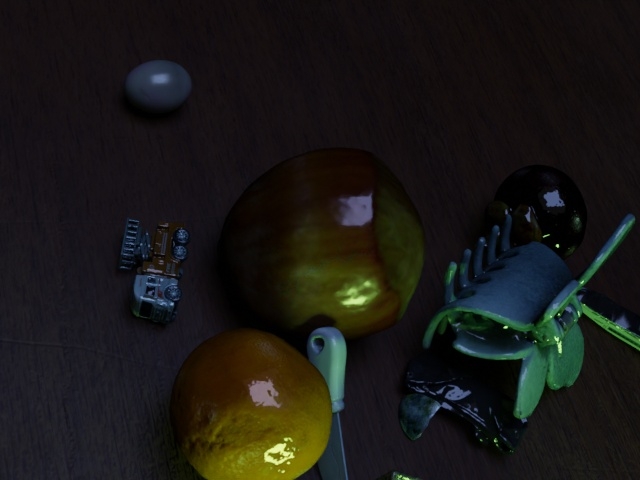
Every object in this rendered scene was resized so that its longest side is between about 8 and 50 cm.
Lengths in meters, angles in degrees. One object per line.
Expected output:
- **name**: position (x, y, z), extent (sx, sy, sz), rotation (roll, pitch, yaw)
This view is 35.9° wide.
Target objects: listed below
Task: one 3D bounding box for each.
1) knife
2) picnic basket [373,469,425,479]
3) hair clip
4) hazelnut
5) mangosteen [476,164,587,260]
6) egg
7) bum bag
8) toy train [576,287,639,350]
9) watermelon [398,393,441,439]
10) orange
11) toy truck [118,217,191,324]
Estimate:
- **knife**: position (0.014, 0.309, 1.644), extent (0.044, 0.080, 0.331), rotation (-4, 91, -49)
- **picnic basket**: position (0.123, 0.488, 1.566), extent (0.134, 0.154, 0.196), rotation (20, 57, -14)
- **hair clip**: position (0.368, 0.120, 1.830), extent (0.238, 0.392, 0.318), rotation (27, 38, 25)
- **hazelnut**: position (0.009, -0.002, 1.755), extent (0.365, 0.366, 0.366), rotation (12, 54, -17)
- **mangosteen**: position (0.425, -0.040, 2.037), extent (0.250, 0.211, 0.211), rotation (-24, 70, -19)
- **egg**: position (-0.316, -0.299, 1.927), extent (0.135, 0.103, 0.103), rotation (-12, 64, -28)
- **bum bag**: position (0.272, 0.290, 1.826), extent (0.248, 0.060, 0.123), rotation (35, 42, -2)
- **toy train**: position (0.619, 0.168, 2.080), extent (0.252, 0.048, 0.055), rotation (32, 56, 5)
- **watermelon**: position (0.179, 0.320, 1.785), extent (0.061, 0.085, 0.085), rotation (19, 46, -50)
- **orange**: position (-0.107, 0.262, 1.552), extent (0.261, 0.261, 0.261), rotation (12, 54, -17)
- **toy truck**: position (-0.293, 0.052, 1.719), extent (0.115, 0.080, 0.178), rotation (10, 54, -12)
